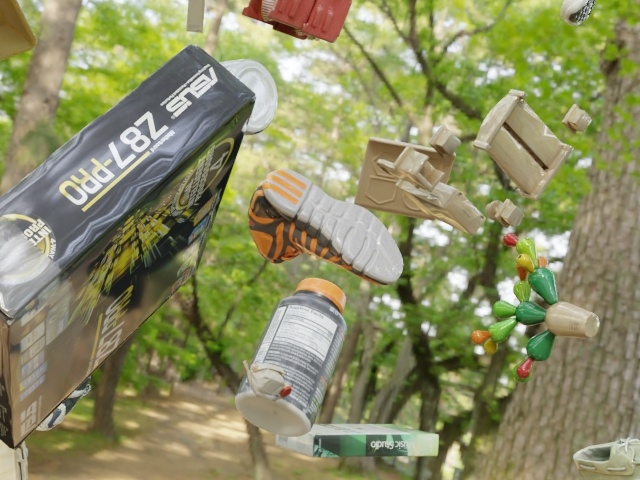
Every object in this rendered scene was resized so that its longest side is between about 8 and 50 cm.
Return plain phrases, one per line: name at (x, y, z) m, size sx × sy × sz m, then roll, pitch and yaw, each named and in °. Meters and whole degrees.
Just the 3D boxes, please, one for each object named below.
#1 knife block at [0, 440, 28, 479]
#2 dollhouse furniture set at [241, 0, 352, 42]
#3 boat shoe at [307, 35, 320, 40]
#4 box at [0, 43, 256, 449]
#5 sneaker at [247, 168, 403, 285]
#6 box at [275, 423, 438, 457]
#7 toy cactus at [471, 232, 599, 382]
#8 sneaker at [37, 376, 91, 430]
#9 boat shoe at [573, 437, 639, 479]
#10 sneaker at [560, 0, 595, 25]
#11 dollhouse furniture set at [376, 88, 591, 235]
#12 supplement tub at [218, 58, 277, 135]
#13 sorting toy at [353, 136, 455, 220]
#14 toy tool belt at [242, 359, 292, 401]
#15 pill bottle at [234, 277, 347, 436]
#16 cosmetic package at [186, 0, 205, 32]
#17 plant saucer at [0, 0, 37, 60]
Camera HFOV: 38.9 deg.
knife block at (-0.518, 0.361, 1.165) m, size 0.242 × 0.088 × 0.276 m, roll 3°, pitch -41°, yaw -30°
dollhouse furniture set at (-0.003, -0.595, 1.822) m, size 0.152 × 0.374 × 0.201 m, roll 20°, pitch 4°, yaw -24°
boat shoe at (-0.045, -0.532, 2.119) m, size 0.091 × 0.109 × 0.305 m, roll 1°, pitch 23°, yaw -2°
box at (-0.230, 0.023, 0.929) m, size 0.097 × 0.318 × 0.395 m, roll 41°, pitch -32°, yaw 6°
sneaker at (0.000, 0.000, 1.765) m, size 0.321 × 0.125 × 0.180 m, roll 37°, pitch -38°, yaw -3°
box at (0.083, 0.470, 2.134) m, size 0.321 × 0.059 × 0.232 m, roll 4°, pitch -6°, yaw -23°
toy cactus at (0.311, 0.104, 1.305) m, size 0.112 × 0.219 × 0.180 m, roll 8°, pitch 0°, yaw -37°
sneaker at (-0.485, 0.202, 1.612) m, size 0.094 × 0.235 × 0.153 m, roll -13°, pitch 16°, yaw 44°
boat shoe at (0.590, 0.426, 1.725) m, size 0.094 × 0.109 × 0.302 m, roll 53°, pitch -34°, yaw 5°
sneaker at (0.513, -0.542, 1.807) m, size 0.118 × 0.292 × 0.110 m, roll 20°, pitch -32°, yaw 9°
dollhouse furniture set at (0.324, -0.210, 1.837) m, size 0.303 × 0.356 × 0.173 m, roll 39°, pitch -5°, yaw -34°
supplement tub at (-0.171, -0.223, 1.437) m, size 0.190 × 0.117 × 0.117 m, roll 4°, pitch -14°, yaw 41°
sorting toy at (0.184, -0.139, 2.015) m, size 0.192 × 0.038 × 0.208 m, roll 10°, pitch -47°, yaw -2°
toy tool belt at (-0.076, 0.193, 1.282) m, size 0.051 × 0.052 × 0.083 m, roll 46°, pitch 7°, yaw 32°
pill bottle at (-0.035, 0.179, 1.453) m, size 0.130 × 0.246 × 0.130 m, roll 15°, pitch -37°, yaw 12°
cosmetic package at (-0.294, -0.558, 2.144) m, size 0.041 × 0.060 × 0.115 m, roll 3°, pitch -49°, yaw -10°
plant saucer at (-0.810, -0.477, 1.918) m, size 0.332 × 0.081 × 0.333 m, roll -22°, pitch -21°, yaw -9°
